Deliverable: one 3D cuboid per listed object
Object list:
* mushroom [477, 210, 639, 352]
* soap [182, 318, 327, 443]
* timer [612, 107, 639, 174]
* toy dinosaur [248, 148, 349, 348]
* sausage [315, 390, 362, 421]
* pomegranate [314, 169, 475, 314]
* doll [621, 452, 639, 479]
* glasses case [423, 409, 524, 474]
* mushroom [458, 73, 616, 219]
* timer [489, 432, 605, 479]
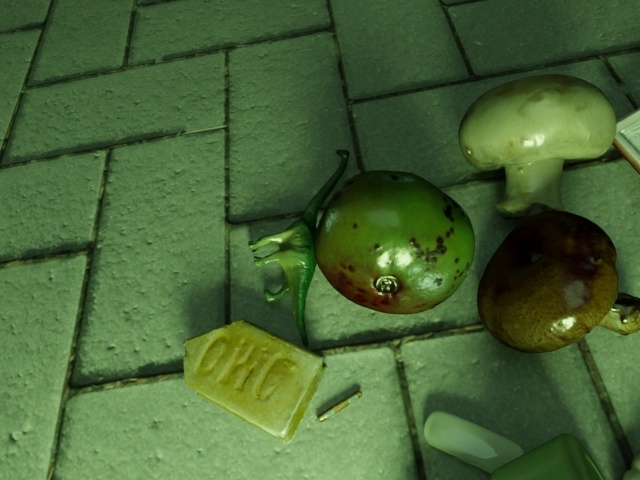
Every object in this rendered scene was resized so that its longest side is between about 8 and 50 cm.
[{"bbox_3d":[0.403,0.094,0.854,0.267,0.267,0.254,-27,92,-8],"label":"mushroom"},{"bbox_3d":[-0.136,0.243,0.907,0.258,0.080,0.160,20,64,20],"label":"soap"},{"bbox_3d":[0.764,-0.183,0.979,0.250,0.161,0.257,-24,58,5],"label":"timer"},{"bbox_3d":[0.000,0.000,1.043,0.301,0.087,0.446,-18,59,-10],"label":"toy dinosaur"},{"bbox_3d":[0.034,0.301,0.881,0.100,0.015,0.015,-30,59,-9],"label":"sausage"},{"bbox_3d":[0.153,-0.022,0.917,0.291,0.290,0.323,23,56,22],"label":"pomegranate"},{"bbox_3d":[0.584,0.377,0.689,0.252,0.111,0.237,-33,43,-10],"label":"doll"},{"bbox_3d":[0.252,0.338,0.805,0.164,0.041,0.063,19,62,20],"label":"glasses case"},{"bbox_3d":[0.438,-0.184,1.001,0.298,0.297,0.289,-2,95,8],"label":"mushroom"},{"bbox_3d":[0.251,0.446,0.640,0.315,0.291,0.290,-28,55,20],"label":"timer"}]
